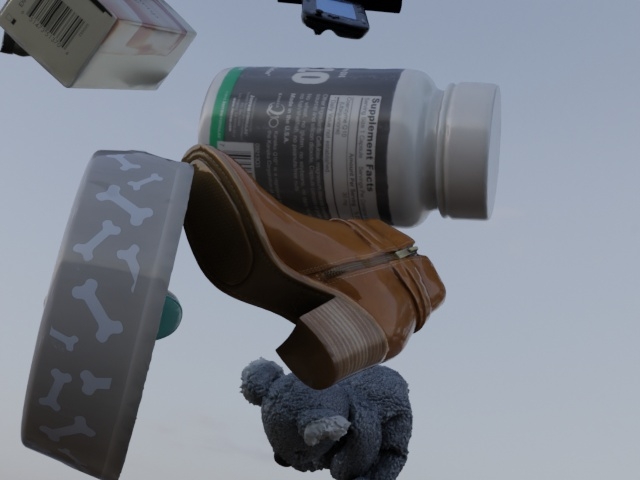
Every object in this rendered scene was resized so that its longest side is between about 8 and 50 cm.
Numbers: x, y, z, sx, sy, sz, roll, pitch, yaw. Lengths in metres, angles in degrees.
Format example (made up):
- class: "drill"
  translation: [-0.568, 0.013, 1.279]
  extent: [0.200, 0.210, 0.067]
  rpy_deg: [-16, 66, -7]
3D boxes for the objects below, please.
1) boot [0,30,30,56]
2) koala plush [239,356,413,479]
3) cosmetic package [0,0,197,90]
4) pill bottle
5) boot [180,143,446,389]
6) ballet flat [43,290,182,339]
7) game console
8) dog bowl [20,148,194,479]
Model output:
- class: "boot"
  translation: [-0.608, -0.435, 2.002]
  extent: [0.161, 0.246, 0.083]
  rpy_deg: [13, -68, -19]
- class: "koala plush"
  translation: [0.001, 0.234, 1.205]
  extent: [0.196, 0.203, 0.221]
  rpy_deg: [33, 0, 44]
- class: "cosmetic package"
  translation: [-0.323, -0.320, 1.368]
  extent: [0.153, 0.129, 0.296]
  rpy_deg: [42, 15, 3]
- class: "pill bottle"
  translation: [0.043, -0.120, 1.176]
  extent: [0.361, 0.204, 0.204]
  rpy_deg: [4, -26, 15]
- class: "boot"
  translation: [0.000, 0.000, 0.947]
  extent: [0.283, 0.220, 0.109]
  rpy_deg: [49, -49, 13]
- class: "ballet flat"
  translation: [-0.274, 0.090, 1.207]
  extent: [0.086, 0.086, 0.248]
  rpy_deg: [1, -4, 21]
- class: "game console"
  translation: [0.035, -0.390, 1.499]
  extent: [0.213, 0.361, 0.044]
  rpy_deg: [4, -64, -3]
- class: "dog bowl"
  translation: [-0.217, 0.066, 0.931]
  extent: [0.102, 0.348, 0.349]
  rpy_deg: [13, -24, -11]
